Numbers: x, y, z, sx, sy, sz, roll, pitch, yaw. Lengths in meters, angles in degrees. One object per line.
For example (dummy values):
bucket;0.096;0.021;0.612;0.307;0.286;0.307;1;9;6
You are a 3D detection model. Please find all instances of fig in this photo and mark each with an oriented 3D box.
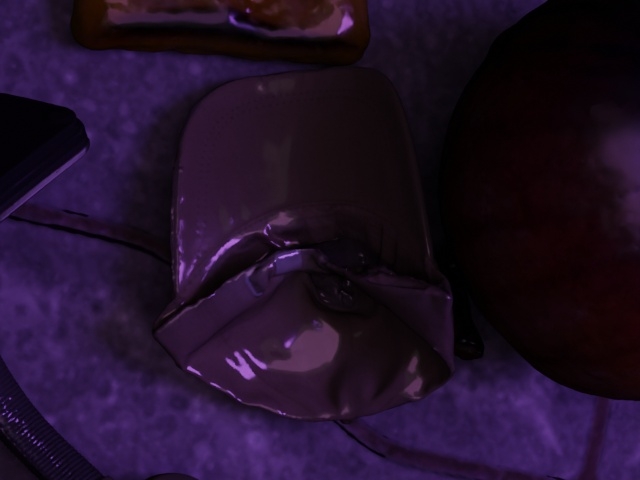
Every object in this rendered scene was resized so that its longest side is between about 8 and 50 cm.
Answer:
fig;0.161;-0.030;0.789;0.235;0.214;0.235;-8;103;-38

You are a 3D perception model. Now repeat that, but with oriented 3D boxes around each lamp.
lamp;-0.176;0.080;0.708;0.203;0.124;0.283;-46;126;-53

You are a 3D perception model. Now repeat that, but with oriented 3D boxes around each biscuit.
biscuit;-0.051;-0.193;0.826;0.174;0.039;0.183;5;87;-12

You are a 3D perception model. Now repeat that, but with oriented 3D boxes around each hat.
hat;0.000;0.000;0.824;0.166;0.144;0.173;-4;49;12
